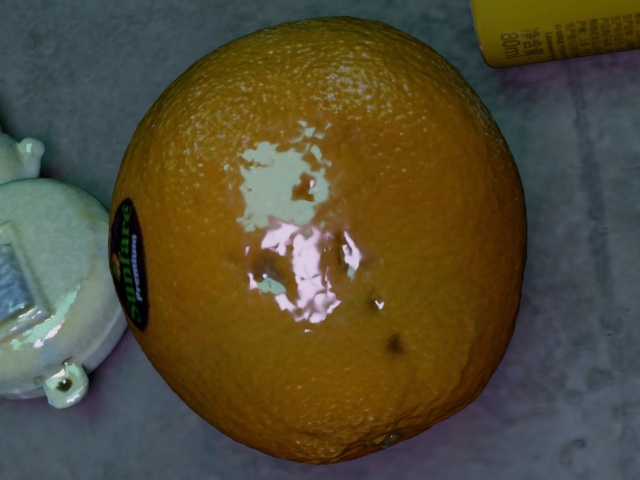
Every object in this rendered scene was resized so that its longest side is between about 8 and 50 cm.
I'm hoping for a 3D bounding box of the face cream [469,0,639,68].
[{"bbox_3d":[0.251,-0.160,0.619,0.348,0.105,0.105,-6,62,15],"label":"face cream"}]

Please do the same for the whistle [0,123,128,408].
[{"bbox_3d":[-0.184,-0.011,0.706,0.126,0.067,0.258,-30,56,0],"label":"whistle"}]

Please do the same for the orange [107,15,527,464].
[{"bbox_3d":[0.000,0.000,0.569,0.206,0.206,0.206,-7,62,14],"label":"orange"}]
